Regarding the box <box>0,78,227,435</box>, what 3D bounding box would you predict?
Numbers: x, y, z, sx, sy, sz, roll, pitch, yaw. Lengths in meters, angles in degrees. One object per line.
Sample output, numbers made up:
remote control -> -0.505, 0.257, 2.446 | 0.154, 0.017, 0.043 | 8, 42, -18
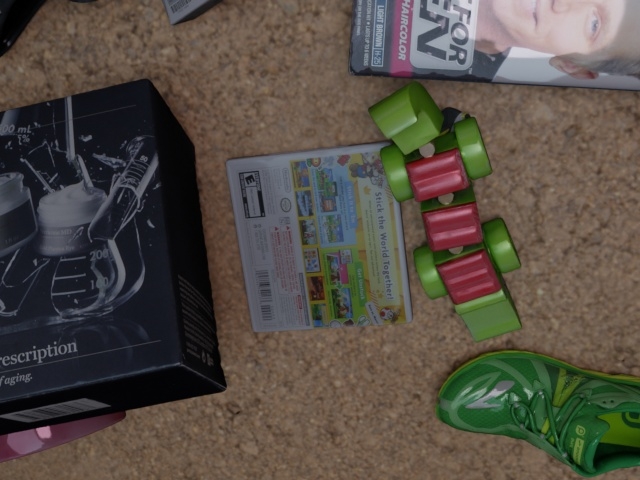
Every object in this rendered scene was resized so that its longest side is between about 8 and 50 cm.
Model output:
box -> -0.305, 0.032, 0.815 | 0.344, 0.179, 0.312 | -12, 70, 3

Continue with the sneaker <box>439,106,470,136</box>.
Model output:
sneaker -> 0.145, -0.116, 0.867 | 0.035, 0.031, 0.083 | 41, 121, 30

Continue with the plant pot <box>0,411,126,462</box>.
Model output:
plant pot -> -0.371, 0.172, 0.963 | 0.201, 0.201, 0.180 | -17, 86, 14

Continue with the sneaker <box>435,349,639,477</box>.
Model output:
sneaker -> 0.284, 0.202, 0.874 | 0.296, 0.123, 0.109 | 4, 106, 10

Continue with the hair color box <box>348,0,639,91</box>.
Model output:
hair color box -> 0.210, -0.251, 0.776 | 0.348, 0.105, 0.173 | 5, 106, 9

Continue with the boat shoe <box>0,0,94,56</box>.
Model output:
boat shoe -> -0.298, -0.309, 0.835 | 0.340, 0.127, 0.113 | -25, 111, 24

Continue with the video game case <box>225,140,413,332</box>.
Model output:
video game case -> 0.000, 0.000, 0.924 | 0.207, 0.026, 0.226 | -5, 103, 12

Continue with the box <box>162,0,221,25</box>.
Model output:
box -> -0.152, -0.347, 0.810 | 0.145, 0.038, 0.186 | -8, 108, 53

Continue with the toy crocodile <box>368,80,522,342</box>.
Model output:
toy crocodile -> 0.147, -0.020, 0.832 | 0.115, 0.105, 0.340 | -16, 116, 14
